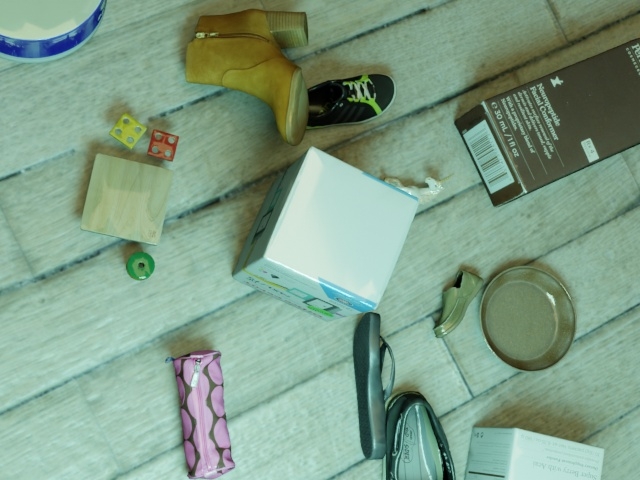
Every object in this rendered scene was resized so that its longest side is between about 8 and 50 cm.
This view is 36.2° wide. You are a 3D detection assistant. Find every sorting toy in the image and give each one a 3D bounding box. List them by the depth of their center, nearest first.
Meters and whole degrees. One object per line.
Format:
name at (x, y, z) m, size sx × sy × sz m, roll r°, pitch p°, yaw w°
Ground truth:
sorting toy at (-0.326, -0.074, 1.658) m, size 0.132 × 0.046 × 0.274 m, roll 12°, pitch 77°, yaw -13°

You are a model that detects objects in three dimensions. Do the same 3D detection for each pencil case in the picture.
pencil case at (-0.192, 0.286, 1.603) m, size 0.095 × 0.098 × 0.209 m, roll -8°, pitch 83°, yaw -17°

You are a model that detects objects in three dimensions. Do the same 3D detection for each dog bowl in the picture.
dog bowl at (-0.492, -0.439, 1.648) m, size 0.265 × 0.104 × 0.264 m, roll 3°, pitch 80°, yaw -15°

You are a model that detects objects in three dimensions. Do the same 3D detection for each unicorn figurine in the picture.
unicorn figurine at (0.157, -0.073, 1.796) m, size 0.111 × 0.060 × 0.162 m, roll 24°, pitch 90°, yaw -11°

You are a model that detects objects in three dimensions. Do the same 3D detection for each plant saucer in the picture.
plant saucer at (0.380, 0.147, 1.824) m, size 0.199 × 0.036 × 0.198 m, roll 3°, pitch 80°, yaw -15°

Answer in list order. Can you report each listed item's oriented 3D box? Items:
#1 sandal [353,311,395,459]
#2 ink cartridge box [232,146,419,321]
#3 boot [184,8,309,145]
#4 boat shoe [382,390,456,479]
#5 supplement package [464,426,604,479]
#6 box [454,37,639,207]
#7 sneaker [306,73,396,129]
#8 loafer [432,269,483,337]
sandal at (0.097, 0.249, 1.700) m, size 0.055 × 0.097 × 0.254 m, roll -2°, pitch 91°, yaw -15°
ink cartridge box at (0.000, 0.000, 1.620) m, size 0.198 × 0.270 × 0.197 m, roll 25°, pitch 76°, yaw -10°
boot at (-0.130, -0.277, 1.686) m, size 0.211 × 0.104 × 0.295 m, roll -4°, pitch 58°, yaw 8°
boat shoe at (0.177, 0.426, 1.674) m, size 0.127 × 0.113 × 0.340 m, roll 1°, pitch 80°, yaw -16°
supplement package at (0.350, 0.482, 1.680) m, size 0.178 × 0.175 × 0.292 m, roll 15°, pitch 77°, yaw -14°
box at (0.472, -0.224, 1.867) m, size 0.381 × 0.143 × 0.191 m, roll -24°, pitch 87°, yaw -20°
sneaker at (0.042, -0.251, 1.769) m, size 0.235 × 0.097 × 0.084 m, roll -20°, pitch 86°, yaw -18°
loafer at (0.241, 0.114, 1.783) m, size 0.050 × 0.056 × 0.148 m, roll 39°, pitch 62°, yaw -5°
